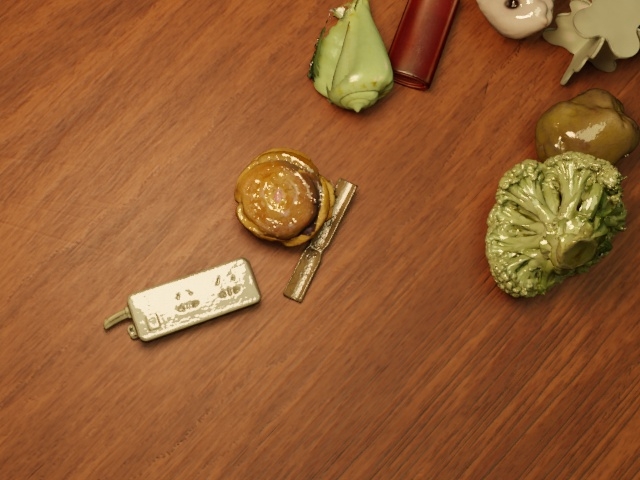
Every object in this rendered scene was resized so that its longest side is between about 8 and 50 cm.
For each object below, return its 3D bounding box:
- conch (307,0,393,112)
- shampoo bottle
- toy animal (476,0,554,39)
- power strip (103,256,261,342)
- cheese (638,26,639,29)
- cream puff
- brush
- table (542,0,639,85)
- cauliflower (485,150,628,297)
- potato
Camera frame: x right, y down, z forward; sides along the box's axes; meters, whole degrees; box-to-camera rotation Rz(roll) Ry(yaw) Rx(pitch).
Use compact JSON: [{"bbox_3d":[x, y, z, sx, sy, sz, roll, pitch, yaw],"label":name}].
[{"bbox_3d":[0.049,-0.355,1.874,0.137,0.143,0.251,-5,62,-35],"label":"conch"},{"bbox_3d":[0.210,-0.431,1.933,0.102,0.064,0.260,20,77,5],"label":"shampoo bottle"},{"bbox_3d":[0.408,-0.562,1.916,0.257,0.194,0.357,25,77,21],"label":"toy animal"},{"bbox_3d":[-0.255,0.117,1.783,0.288,0.053,0.093,-19,83,-11],"label":"power strip"},{"bbox_3d":[0.714,-0.465,1.969,0.270,0.069,0.177,-30,92,-33],"label":"cheese"},{"bbox_3d":[-0.062,-0.082,1.800,0.189,0.129,0.189,1,100,8],"label":"cream puff"},{"bbox_3d":[0.000,0.000,1.847,0.043,0.036,0.248,25,85,2],"label":"brush"},{"bbox_3d":[0.531,-0.397,1.898,0.166,0.198,0.167,1,79,-7],"label":"table"},{"bbox_3d":[0.449,-0.022,1.792,0.272,0.250,0.275,-2,108,-7],"label":"cauliflower"},{"bbox_3d":[0.517,-0.206,1.897,0.200,0.137,0.154,-22,46,-13],"label":"potato"}]
